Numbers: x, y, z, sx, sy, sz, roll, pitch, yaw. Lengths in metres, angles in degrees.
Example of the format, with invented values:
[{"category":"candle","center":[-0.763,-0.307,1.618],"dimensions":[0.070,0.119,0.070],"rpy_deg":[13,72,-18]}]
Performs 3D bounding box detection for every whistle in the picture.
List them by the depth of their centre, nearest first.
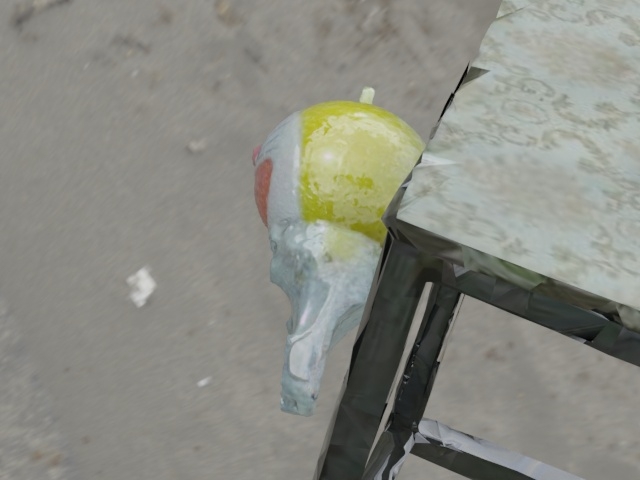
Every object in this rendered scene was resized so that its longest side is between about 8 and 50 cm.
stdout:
[{"category":"whistle","center":[0.000,0.000,1.245],"dimensions":[0.123,0.123,0.223],"rpy_deg":[21,67,-14]}]

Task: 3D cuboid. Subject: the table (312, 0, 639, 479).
[{"category":"table","center":[0.172,0.102,0.666],"dimensions":[0.335,0.272,0.222],"rpy_deg":[22,36,7]}]
